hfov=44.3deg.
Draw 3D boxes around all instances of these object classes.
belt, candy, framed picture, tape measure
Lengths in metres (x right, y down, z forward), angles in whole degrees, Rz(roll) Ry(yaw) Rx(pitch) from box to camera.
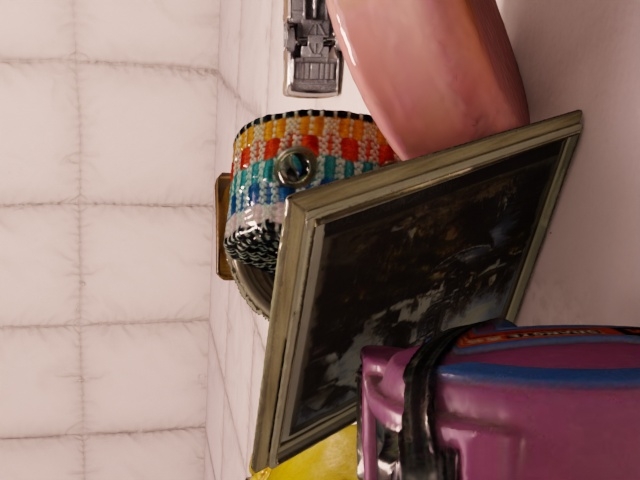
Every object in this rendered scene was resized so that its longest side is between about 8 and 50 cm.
[{"bbox_3d":[0.034,-0.032,0.783,0.207,0.257,0.150,-20,61,54],"label":"belt"},{"bbox_3d":[0.091,-0.170,0.637,0.255,0.094,0.255,47,-148,-42],"label":"candy"},{"bbox_3d":[0.081,0.035,0.578,0.019,0.296,0.232,38,133,36],"label":"framed picture"},{"bbox_3d":[0.135,0.122,0.436,0.245,0.231,0.149,-4,-85,-87],"label":"tape measure"}]

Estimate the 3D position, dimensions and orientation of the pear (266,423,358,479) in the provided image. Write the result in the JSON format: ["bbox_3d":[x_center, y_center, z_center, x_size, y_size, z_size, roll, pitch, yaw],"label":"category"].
[{"bbox_3d":[-0.006,0.444,1.058,0.340,0.191,0.387,108,156,-51],"label":"pear"}]

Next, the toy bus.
[{"bbox_3d":[-0.013,-0.402,1.266,0.138,0.097,0.343,-131,41,-79],"label":"toy bus"}]

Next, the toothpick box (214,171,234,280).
[{"bbox_3d":[-0.046,-0.041,1.241,0.308,0.190,0.188,157,113,-70],"label":"toothpick box"}]

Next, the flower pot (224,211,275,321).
[{"bbox_3d":[0.000,0.000,0.999,0.140,0.235,0.236,110,160,-89],"label":"flower pot"}]

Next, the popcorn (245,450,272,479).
[{"bbox_3d":[-0.054,0.408,1.367,0.148,0.152,0.167,-64,-36,-50],"label":"popcorn"}]
